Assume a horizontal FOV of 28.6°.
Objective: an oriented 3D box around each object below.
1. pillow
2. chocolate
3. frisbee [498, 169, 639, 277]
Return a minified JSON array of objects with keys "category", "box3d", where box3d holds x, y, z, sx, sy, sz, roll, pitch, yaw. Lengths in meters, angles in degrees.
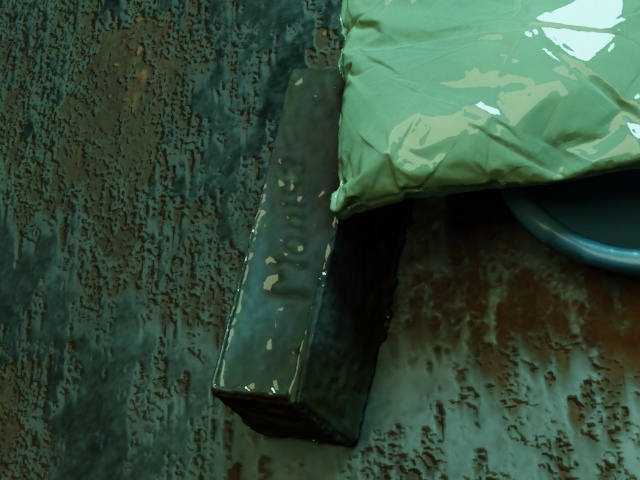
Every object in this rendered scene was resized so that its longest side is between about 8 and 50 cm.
[{"category":"pillow","box3d":[0.139,-0.161,0.974,0.274,0.076,0.281,-7,60,17]},{"category":"chocolate","box3d":[0.000,0.000,1.048,0.112,0.112,0.321,2,67,32]},{"category":"frisbee","box3d":[0.271,-0.096,0.962,0.289,0.049,0.289,-12,59,20]}]
